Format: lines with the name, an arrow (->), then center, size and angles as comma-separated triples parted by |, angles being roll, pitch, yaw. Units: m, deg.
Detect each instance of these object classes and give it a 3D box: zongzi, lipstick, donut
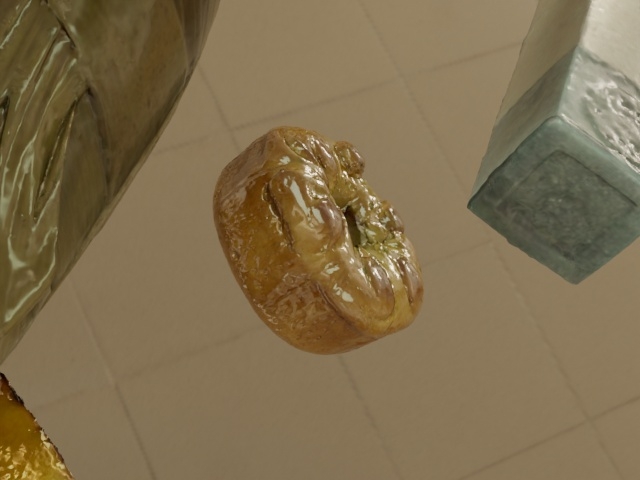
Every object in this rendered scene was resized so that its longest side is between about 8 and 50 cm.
zongzi -> -0.207, -0.104, 0.708 | 0.218, 0.467, 0.500 | 24, 58, -3
lipstick -> 0.150, -0.110, 0.620 | 0.066, 0.068, 0.317 | 35, 42, -8
donut -> -0.283, 0.165, 0.939 | 0.101, 0.259, 0.152 | -25, 91, -29
donut -> -0.001, -0.001, 1.110 | 0.226, 0.114, 0.226 | 47, 25, -30
